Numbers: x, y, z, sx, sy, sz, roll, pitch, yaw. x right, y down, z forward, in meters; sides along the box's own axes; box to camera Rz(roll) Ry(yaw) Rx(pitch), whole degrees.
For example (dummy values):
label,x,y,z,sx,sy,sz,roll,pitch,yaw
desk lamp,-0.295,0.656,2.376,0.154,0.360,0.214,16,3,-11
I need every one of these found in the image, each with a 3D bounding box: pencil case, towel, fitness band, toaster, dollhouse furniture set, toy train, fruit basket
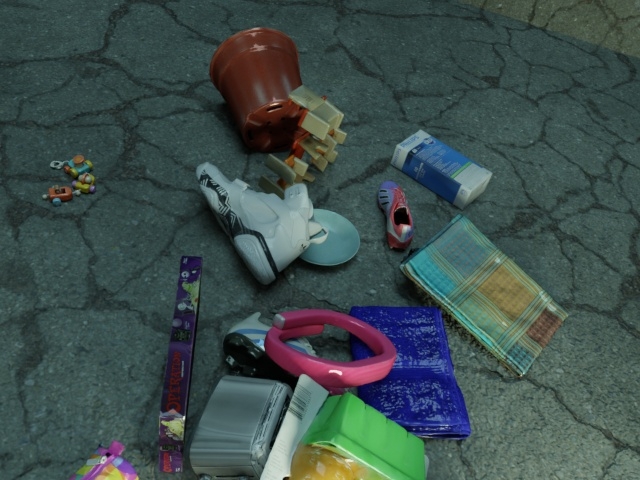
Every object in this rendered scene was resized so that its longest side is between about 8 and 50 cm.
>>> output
label,x,y,z,sx,sy,sz,roll,pitch,yaw
pencil case,-0.402,0.438,1.003,0.104,0.104,0.236,30,48,15
towel,0.183,0.266,1.322,0.228,0.076,0.308,4,46,-11
fitness band,0.024,0.203,1.206,0.209,0.054,0.291,28,16,34
toaster,-0.131,0.335,1.120,0.146,0.129,0.227,-2,38,20
towel,0.400,0.116,1.499,0.370,0.040,0.271,44,52,12
dollhouse furniture set,-0.048,-0.265,1.655,0.135,0.259,0.262,37,47,9
toy train,-0.631,-0.161,1.565,0.125,0.046,0.166,-5,48,-18
fruit basket,0.026,0.450,1.021,0.327,0.165,0.353,36,58,-20

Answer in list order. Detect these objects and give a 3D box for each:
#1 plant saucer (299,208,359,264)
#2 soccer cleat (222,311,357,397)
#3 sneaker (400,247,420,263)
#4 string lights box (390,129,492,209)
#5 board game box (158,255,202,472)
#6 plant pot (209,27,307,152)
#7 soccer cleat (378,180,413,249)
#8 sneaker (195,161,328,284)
label,x,y,z,sx,sy,sz,roll,pitch,yaw
plant saucer,0.000,0.000,1.564,0.195,0.037,0.195,7,45,-7
soccer cleat,-0.038,0.252,1.259,0.331,0.116,0.143,31,37,12
sneaker,0.268,0.043,1.570,0.152,0.058,0.084,-29,67,-27
string lights box,0.351,-0.212,1.824,0.260,0.076,0.133,37,49,21
board game box,-0.260,0.223,1.168,0.056,0.208,0.347,2,45,-7
plant pot,-0.157,-0.415,1.790,0.272,0.272,0.265,-7,57,-20
soccer cleat,0.205,-0.085,1.653,0.083,0.095,0.248,6,46,-8
sneaker,-0.142,-0.081,1.503,0.210,0.137,0.366,-31,62,-10
